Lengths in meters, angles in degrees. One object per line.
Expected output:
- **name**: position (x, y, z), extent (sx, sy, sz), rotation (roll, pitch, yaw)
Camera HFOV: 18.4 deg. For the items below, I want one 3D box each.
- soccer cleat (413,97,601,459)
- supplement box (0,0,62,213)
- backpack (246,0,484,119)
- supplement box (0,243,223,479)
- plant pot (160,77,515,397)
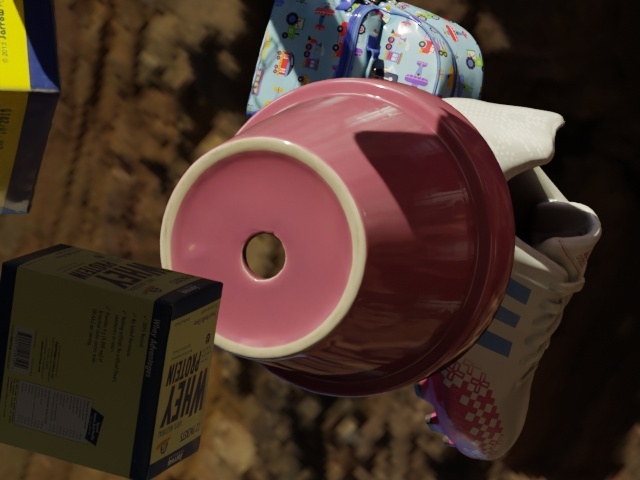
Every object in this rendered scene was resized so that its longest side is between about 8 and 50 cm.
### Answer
- **soccer cleat**: position (0.133, 0.040, 1.402), extent (0.116, 0.143, 0.331), rotation (-75, -24, -44)
- **supplement box**: position (-0.401, -0.150, 1.577), extent (0.357, 0.195, 0.194), rotation (0, -29, -17)
- **backpack**: position (0.044, -0.134, 1.684), extent (0.117, 0.173, 0.158), rotation (10, -80, -63)
- **supplement box**: position (-0.097, 0.053, 0.876), extent (0.056, 0.083, 0.083), rotation (-25, -54, -68)
- **plant pot**: position (0.000, 0.000, 1.195), extent (0.201, 0.201, 0.180), rotation (-60, -17, 13)
